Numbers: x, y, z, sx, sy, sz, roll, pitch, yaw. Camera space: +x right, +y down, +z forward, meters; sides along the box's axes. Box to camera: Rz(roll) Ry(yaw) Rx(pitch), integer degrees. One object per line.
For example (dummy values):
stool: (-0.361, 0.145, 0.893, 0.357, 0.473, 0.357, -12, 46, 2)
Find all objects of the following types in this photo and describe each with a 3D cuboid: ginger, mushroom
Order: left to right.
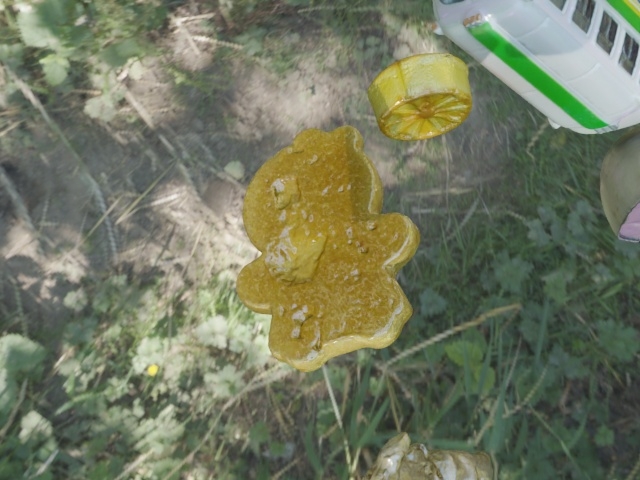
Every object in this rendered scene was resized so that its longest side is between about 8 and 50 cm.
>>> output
ginger: (0.133, 0.293, 1.115, 0.084, 0.290, 0.122, 24, 89, 37)
mushroom: (0.392, -0.076, 1.102, 0.141, 0.188, 0.117, -30, 71, -7)

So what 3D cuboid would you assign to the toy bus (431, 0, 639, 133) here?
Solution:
toy bus: (0.264, -0.242, 1.036, 0.305, 0.179, 0.143, 28, 153, -37)

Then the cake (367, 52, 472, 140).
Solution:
cake: (0.081, -0.116, 0.758, 0.084, 0.084, 0.044, -15, 70, 10)

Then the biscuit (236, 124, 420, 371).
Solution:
biscuit: (0.001, 0.001, 0.908, 0.184, 0.249, 0.035, -22, 150, 11)
